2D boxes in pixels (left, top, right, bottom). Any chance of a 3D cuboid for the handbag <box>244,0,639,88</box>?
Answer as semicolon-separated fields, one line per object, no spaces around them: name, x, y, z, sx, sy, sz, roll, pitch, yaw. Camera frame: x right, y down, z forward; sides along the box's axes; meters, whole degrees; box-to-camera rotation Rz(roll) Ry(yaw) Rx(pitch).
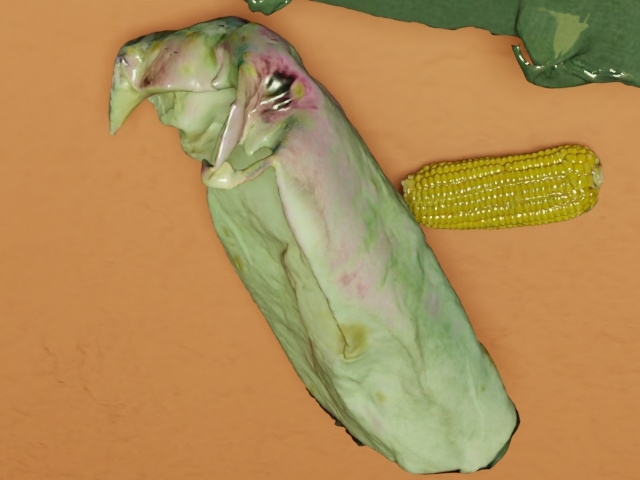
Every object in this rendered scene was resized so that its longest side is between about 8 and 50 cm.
handbag;0.050;-0.183;0.474;0.247;0.079;0.260;11;133;-1

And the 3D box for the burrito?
burrito;0.000;0.000;0.615;0.144;0.089;0.229;24;150;50

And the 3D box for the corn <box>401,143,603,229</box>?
corn;0.084;-0.023;0.631;0.092;0.037;0.037;-3;129;12
